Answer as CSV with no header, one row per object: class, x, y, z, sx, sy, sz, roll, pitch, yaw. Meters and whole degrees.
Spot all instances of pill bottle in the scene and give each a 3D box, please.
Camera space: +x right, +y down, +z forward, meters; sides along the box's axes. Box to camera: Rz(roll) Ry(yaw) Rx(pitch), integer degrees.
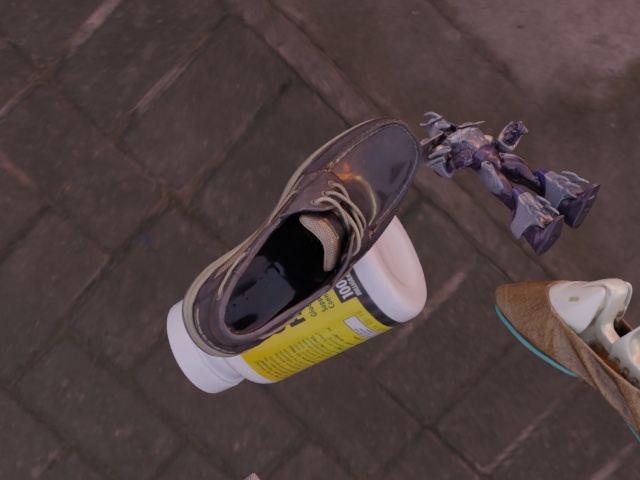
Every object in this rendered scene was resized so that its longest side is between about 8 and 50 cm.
pill bottle,-0.039,0.083,1.651,0.334,0.188,0.188,-28,103,21

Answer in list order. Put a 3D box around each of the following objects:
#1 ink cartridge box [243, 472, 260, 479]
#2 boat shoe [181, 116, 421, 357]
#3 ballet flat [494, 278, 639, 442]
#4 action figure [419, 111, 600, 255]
ink cartridge box,-0.123,0.399,1.766,0.088,0.122,0.052,-39,88,3
boat shoe,0.000,0.000,1.353,0.132,0.130,0.355,45,76,-16
ballet flat,0.335,0.122,1.336,0.116,0.342,0.124,-10,134,-35
action figure,0.255,-0.108,1.735,0.185,0.285,0.099,-31,148,-33
